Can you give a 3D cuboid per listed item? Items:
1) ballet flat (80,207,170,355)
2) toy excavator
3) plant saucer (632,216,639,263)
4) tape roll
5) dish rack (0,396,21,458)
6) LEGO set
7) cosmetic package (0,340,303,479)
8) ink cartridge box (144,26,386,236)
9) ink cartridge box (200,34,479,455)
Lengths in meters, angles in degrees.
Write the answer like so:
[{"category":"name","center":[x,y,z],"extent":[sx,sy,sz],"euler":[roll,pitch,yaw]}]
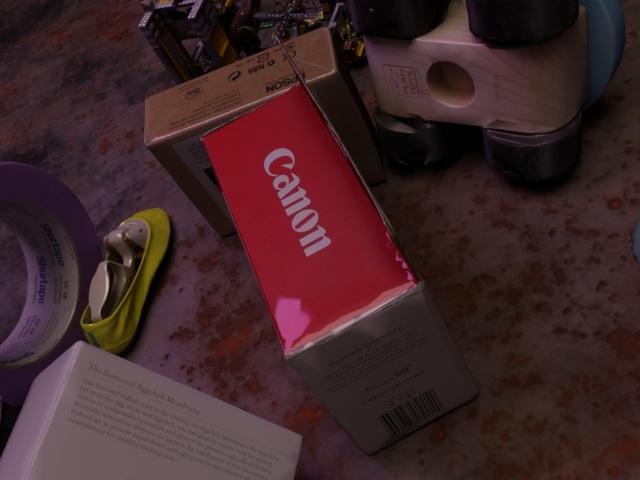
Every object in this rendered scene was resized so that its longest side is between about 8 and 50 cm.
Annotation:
[{"category":"ballet flat","center":[-0.246,0.033,0.973],"extent":[0.077,0.077,0.231],"euler":[-8,51,22]},{"category":"toy excavator","center":[0.189,-0.308,0.977],"extent":[0.433,0.222,0.445],"euler":[14,48,34]},{"category":"plant saucer","center":[0.362,-0.007,0.744],"extent":[0.119,0.021,0.119],"euler":[-13,49,16]},{"category":"tape roll","center":[-0.375,0.050,0.889],"extent":[0.090,0.275,0.275],"euler":[-1,54,27]},{"category":"dish rack","center":[-0.372,0.307,0.759],"extent":[0.271,0.074,0.208],"euler":[-46,34,16]},{"category":"LEGO set","center":[-0.100,-0.338,1.119],"extent":[0.331,0.192,0.255],"euler":[7,58,30]},{"category":"cosmetic package","center":[-0.159,0.240,0.645],"extent":[0.138,0.224,0.225],"euler":[-33,35,48]},{"category":"ink cartridge box","center":[-0.061,-0.120,0.925],"extent":[0.234,0.193,0.088],"euler":[-19,50,12]},{"category":"ink cartridge box","center":[0.000,0.000,0.746],"extent":[0.130,0.272,0.309],"euler":[-29,46,2]}]
